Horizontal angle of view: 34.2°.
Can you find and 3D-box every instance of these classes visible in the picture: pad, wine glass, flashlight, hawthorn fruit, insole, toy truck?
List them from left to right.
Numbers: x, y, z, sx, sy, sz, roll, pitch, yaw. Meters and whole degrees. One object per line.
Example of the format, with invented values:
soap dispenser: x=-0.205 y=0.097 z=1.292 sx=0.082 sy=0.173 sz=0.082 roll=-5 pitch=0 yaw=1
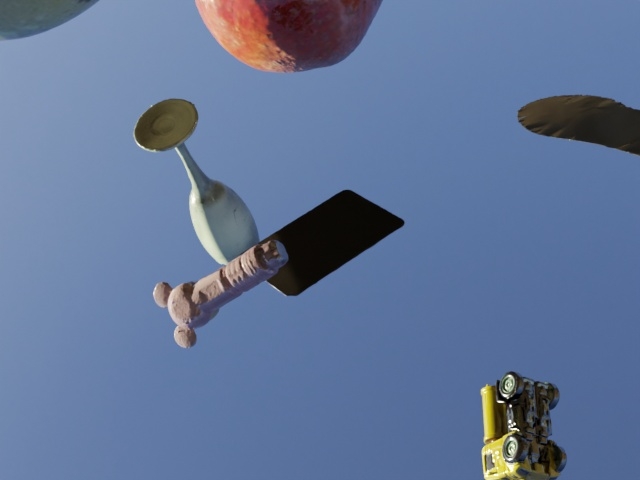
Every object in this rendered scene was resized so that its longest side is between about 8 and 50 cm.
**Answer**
flashlight: x=-0.067 y=0.032 z=0.725 sx=0.110 sy=0.052 sz=0.031 roll=-31 pitch=173 yaw=26
wine glass: x=-0.144 y=-0.146 z=1.623 sx=0.096 sy=0.309 sz=0.264 roll=13 pitch=-119 yaw=26
hawthorn fruit: x=-0.034 y=-0.310 z=1.215 sx=0.235 sy=0.231 sz=0.263 roll=3 pitch=-164 yaw=-8
pad: x=0.000 y=0.000 z=1.110 sx=0.157 sy=0.003 sz=0.112 roll=-32 pitch=-142 yaw=-21
toy truck: x=0.151 y=0.149 z=0.794 sx=0.049 sy=0.054 sz=0.083 roll=19 pitch=-124 yaw=-29
insole: x=0.319 y=-0.128 z=1.157 sx=0.109 sy=0.007 sz=0.322 roll=-26 pitch=-156 yaw=-15

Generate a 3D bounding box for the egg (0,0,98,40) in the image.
egg: x=-0.468 y=-0.507 z=1.629 sx=0.428 sy=0.345 sz=0.345 roll=-43 pitch=-137 yaw=11
